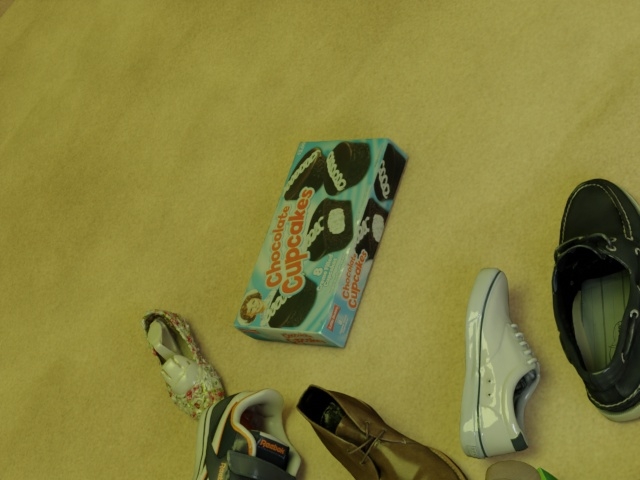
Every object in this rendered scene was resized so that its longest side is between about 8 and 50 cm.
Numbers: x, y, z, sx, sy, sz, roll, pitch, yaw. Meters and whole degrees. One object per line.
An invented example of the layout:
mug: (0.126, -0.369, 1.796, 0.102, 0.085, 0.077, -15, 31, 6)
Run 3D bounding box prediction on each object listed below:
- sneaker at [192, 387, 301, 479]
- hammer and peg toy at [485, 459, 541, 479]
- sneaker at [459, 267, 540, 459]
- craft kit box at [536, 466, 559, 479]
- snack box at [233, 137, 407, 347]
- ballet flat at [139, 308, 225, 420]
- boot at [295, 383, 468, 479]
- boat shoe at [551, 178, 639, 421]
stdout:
sneaker: (-0.105, 0.343, 1.896, 0.127, 0.126, 0.321, -32, 44, 31)
hammer and peg toy: (0.275, 0.285, 1.282, 0.266, 0.127, 0.361, -7, 22, -3)
sneaker: (0.235, 0.155, 1.752, 0.091, 0.094, 0.258, -4, 64, 20)
craft kit box: (0.218, 0.430, 1.584, 0.246, 0.061, 0.250, -39, 40, 13)
snack box: (0.000, 0.000, 2.079, 0.187, 0.060, 0.322, 1, 64, 43)
ballet flat: (-0.225, 0.191, 2.146, 0.091, 0.077, 0.241, -47, 42, 7)
boot: (0.073, 0.282, 1.784, 0.112, 0.115, 0.305, -54, 42, -3)
boat shoe: (0.339, 0.049, 1.694, 0.127, 0.113, 0.340, -18, 52, 34)
